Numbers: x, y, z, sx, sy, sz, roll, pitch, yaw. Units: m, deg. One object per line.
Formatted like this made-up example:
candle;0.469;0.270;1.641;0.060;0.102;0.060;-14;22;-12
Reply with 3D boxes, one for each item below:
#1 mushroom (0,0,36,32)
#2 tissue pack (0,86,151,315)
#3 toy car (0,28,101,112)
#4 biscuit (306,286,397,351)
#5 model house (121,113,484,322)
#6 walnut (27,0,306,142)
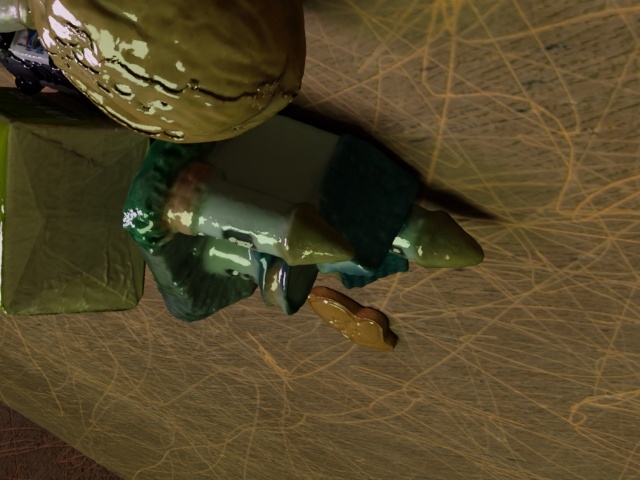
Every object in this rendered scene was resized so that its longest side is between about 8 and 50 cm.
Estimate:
mushroom;-0.379;-0.265;1.441;0.270;0.103;0.118;16;167;1
tissue pack;-0.305;-0.050;1.554;0.167;0.200;0.275;-1;-167;-28
toy car;-0.269;-0.190;1.501;0.171;0.070;0.080;15;157;34
biscuit;0.045;0.107;1.884;0.140;0.023;0.118;37;158;-23
model house;0.000;0.000;1.458;0.325;0.194;0.267;18;158;17
walnut;-0.121;-0.184;1.167;0.245;0.198;0.198;33;159;-7
